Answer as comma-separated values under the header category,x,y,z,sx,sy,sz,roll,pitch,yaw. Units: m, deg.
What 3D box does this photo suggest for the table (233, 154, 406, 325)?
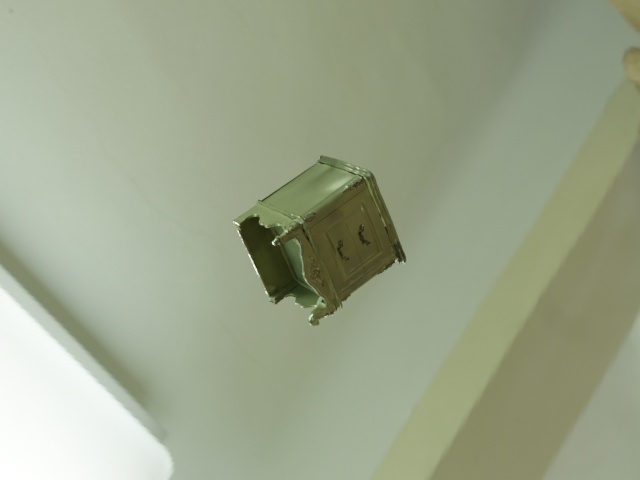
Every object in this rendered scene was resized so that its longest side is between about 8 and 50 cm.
category,x,y,z,sx,sy,sz,roll,pitch,yaw
table,0.000,0.000,0.828,0.083,0.062,0.079,-35,-59,-21
